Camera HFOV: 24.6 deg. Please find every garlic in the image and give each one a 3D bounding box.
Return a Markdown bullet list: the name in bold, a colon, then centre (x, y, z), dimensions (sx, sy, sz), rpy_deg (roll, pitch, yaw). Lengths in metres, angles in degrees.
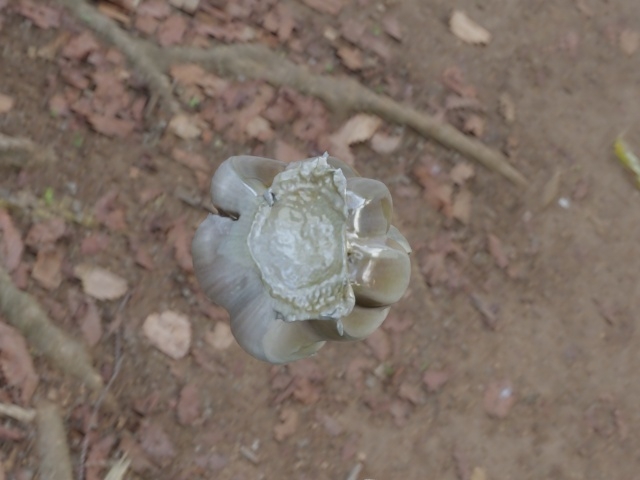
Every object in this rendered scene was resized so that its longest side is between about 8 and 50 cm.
- **garlic**: centre (0.000, 0.000, 0.902), dimensions (0.194, 0.127, 0.131), rpy_deg (-20, 91, -65)
